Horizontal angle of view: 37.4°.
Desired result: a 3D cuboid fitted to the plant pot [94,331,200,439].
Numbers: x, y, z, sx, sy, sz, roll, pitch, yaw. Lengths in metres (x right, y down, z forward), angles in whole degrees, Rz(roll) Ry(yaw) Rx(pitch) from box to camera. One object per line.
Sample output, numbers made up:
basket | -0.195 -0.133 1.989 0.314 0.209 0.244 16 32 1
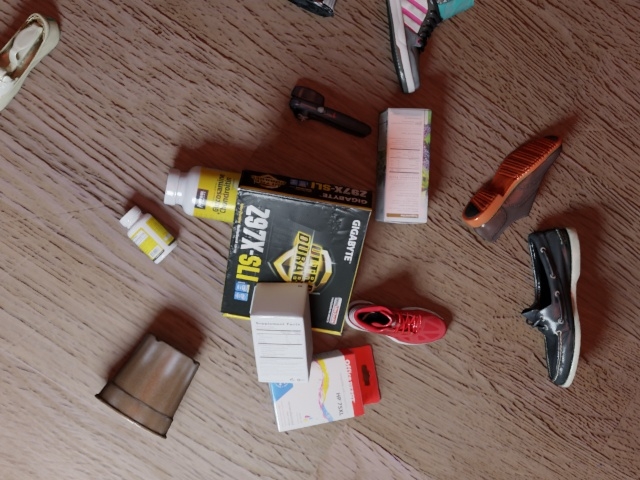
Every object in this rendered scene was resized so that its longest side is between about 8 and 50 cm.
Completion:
plant pot | -0.337 0.283 1.893 0.167 0.167 0.165 32 80 -7

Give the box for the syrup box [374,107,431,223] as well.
syrup box | 0.171 -0.153 1.971 0.096 0.093 0.237 1 92 -8

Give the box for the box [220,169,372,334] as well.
box | -0.053 0.028 1.865 0.257 0.079 0.322 11 126 -2

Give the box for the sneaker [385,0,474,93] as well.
sneaker | 0.230 -0.460 1.960 0.178 0.124 0.295 -6 91 2

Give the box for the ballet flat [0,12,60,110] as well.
ballet flat | -0.614 -0.350 1.868 0.086 0.086 0.248 38 87 -7

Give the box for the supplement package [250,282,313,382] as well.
supplement package | -0.074 0.183 1.869 0.105 0.105 0.179 1 126 6

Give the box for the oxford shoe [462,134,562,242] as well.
oxford shoe | 0.424 -0.113 2.018 0.271 0.097 0.098 -45 116 0

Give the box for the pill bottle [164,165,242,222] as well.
pill bottle | -0.220 -0.095 1.917 0.184 0.103 0.103 10 91 -8

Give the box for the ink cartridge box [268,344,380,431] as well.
ink cartridge box | 0.010 0.306 1.972 0.231 0.078 0.134 -11 93 -7

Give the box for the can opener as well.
can opener | 0.020 -0.259 1.965 0.186 0.059 0.073 24 88 -7

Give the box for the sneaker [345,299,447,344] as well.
sneaker | 0.165 0.179 1.962 0.221 0.128 0.087 6 92 -6

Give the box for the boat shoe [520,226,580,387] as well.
boat shoe | 0.482 0.139 2.005 0.113 0.127 0.340 2 90 -6

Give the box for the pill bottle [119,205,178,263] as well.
pill bottle | -0.351 -0.014 1.921 0.065 0.065 0.116 -44 97 -4

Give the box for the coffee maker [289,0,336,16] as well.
coffee maker | -0.015 -0.570 1.935 0.171 0.120 0.178 26 87 16
